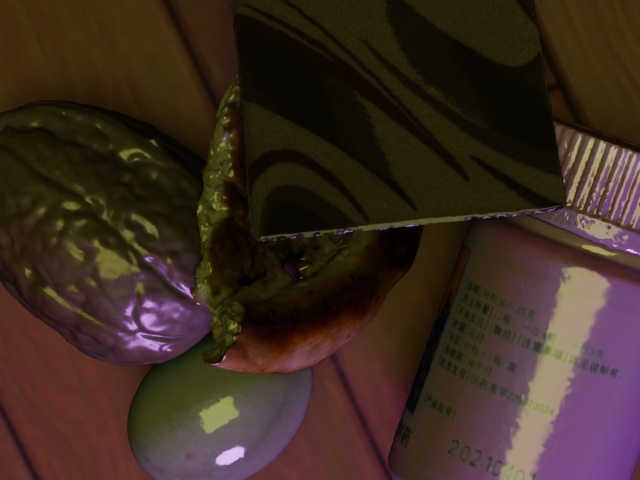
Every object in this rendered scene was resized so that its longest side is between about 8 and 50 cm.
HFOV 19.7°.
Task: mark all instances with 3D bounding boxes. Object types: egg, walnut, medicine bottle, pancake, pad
[{"bbox_3d":[-0.075,0.125,1.389,0.152,0.114,0.114,-36,96,4],"label":"egg"},{"bbox_3d":[-0.159,-0.012,1.344,0.230,0.178,0.178,42,96,2],"label":"walnut"},{"bbox_3d":[0.175,0.064,1.349,0.178,0.178,0.291,18,97,-2],"label":"medicine bottle"},{"bbox_3d":[-0.001,0.000,1.339,0.212,0.056,0.257,28,62,-41],"label":"pancake"},{"bbox_3d":[0.045,-0.156,1.315,0.220,0.004,0.330,-7,64,1],"label":"pad"}]
